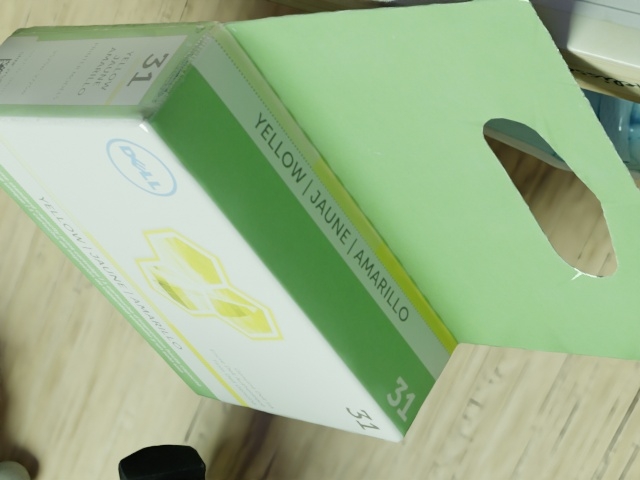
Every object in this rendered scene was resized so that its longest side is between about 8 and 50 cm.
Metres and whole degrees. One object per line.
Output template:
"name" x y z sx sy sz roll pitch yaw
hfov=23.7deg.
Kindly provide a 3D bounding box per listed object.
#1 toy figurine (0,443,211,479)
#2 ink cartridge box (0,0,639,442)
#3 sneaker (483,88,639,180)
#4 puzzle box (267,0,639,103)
"toy figurine" -0.151 0.173 0.619 0.209 0.213 0.148 14 122 18
"ink cartridge box" 0.000 0.000 0.517 0.235 0.056 0.171 7 144 46
"sneaker" 0.191 -0.063 0.483 0.366 0.150 0.135 6 103 16
"puzzle box" 0.099 -0.181 0.452 0.409 0.052 0.272 20 88 25
